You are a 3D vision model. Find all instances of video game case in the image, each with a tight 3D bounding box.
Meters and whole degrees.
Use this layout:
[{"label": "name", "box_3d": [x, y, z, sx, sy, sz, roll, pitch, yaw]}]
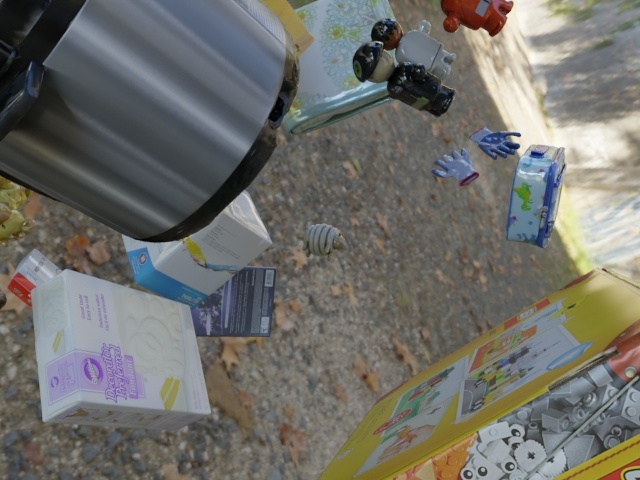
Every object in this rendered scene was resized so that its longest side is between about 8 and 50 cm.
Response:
[{"label": "video game case", "box_3d": [-0.257, 0.163, 1.853, 0.274, 0.026, 0.196, 4, 94, -25]}]

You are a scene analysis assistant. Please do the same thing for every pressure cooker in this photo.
[{"label": "pressure cooker", "box_3d": [-0.281, -0.238, 0.825, 0.420, 0.370, 0.376, 34, 77, -39]}]

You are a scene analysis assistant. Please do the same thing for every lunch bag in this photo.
[{"label": "lunch bag", "box_3d": [0.418, -0.094, 1.324, 0.219, 0.090, 0.176, -35, 132, -62]}]

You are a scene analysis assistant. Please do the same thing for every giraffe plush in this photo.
[{"label": "giraffe plush", "box_3d": [-0.801, -0.072, 1.700, 0.210, 0.181, 0.170, 23, 34, -49]}]

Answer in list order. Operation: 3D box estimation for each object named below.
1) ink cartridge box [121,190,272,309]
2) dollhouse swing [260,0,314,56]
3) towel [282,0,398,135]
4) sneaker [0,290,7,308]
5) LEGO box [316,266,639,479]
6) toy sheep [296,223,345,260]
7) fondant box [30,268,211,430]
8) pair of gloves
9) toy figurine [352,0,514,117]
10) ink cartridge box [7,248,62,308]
[{"label": "ink cartridge box", "box_3d": [-0.297, -0.014, 1.629, 0.197, 0.270, 0.198, 37, 20, -49]}, {"label": "dollhouse swing", "box_3d": [-0.248, -0.450, 1.414, 0.347, 0.305, 0.315, 49, 52, -18]}, {"label": "towel", "box_3d": [0.039, -0.479, 1.800, 0.090, 0.374, 0.321, 47, 24, -73]}, {"label": "sneaker", "box_3d": [-0.620, 0.162, 1.186, 0.188, 0.066, 0.071, -36, 90, -34]}, {"label": "LEGO box", "box_3d": [0.212, 0.214, 0.706, 0.193, 0.372, 0.500, 58, 14, 7]}, {"label": "toy sheep", "box_3d": [0.000, 0.000, 1.696, 0.091, 0.132, 0.091, 10, 90, -70]}, {"label": "fondant box", "box_3d": [-0.356, 0.211, 1.255, 0.330, 0.096, 0.238, 27, 40, -55]}, {"label": "pair of gloves", "box_3d": [0.345, -0.188, 1.512, 0.023, 0.198, 0.159, 58, 0, -30]}, {"label": "toy figurine", "box_3d": [0.151, -0.305, 0.960, 0.148, 0.213, 0.209, 26, 37, -8]}, {"label": "ink cartridge box", "box_3d": [-0.650, 0.124, 1.661, 0.189, 0.066, 0.232, 46, -5, -20]}]
